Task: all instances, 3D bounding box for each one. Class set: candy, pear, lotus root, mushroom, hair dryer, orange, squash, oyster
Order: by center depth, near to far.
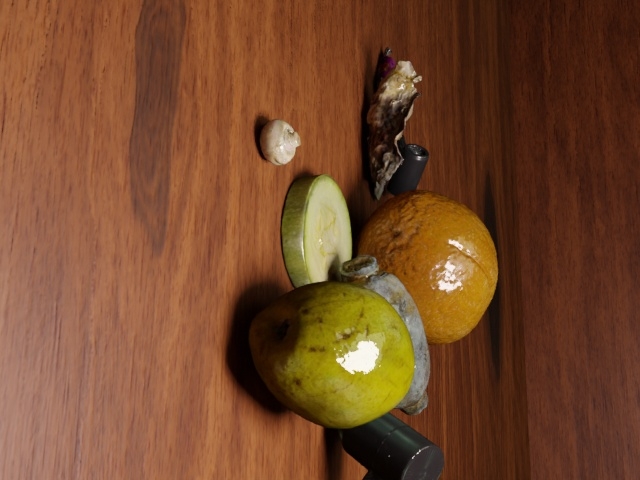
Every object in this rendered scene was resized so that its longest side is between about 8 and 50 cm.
[{"bbox_3d":[0.020,0.188,1.423,0.307,0.253,0.252,31,55,-43],"label":"pear"},{"bbox_3d":[-0.071,-0.177,1.520,0.083,0.068,0.083,-13,90,-70],"label":"mushroom"},{"bbox_3d":[0.055,0.456,1.604,0.302,0.244,0.116,-53,132,-11],"label":"hair dryer"},{"bbox_3d":[0.123,0.204,1.657,0.349,0.175,0.175,67,28,-16],"label":"lotus root"},{"bbox_3d":[0.000,0.000,1.665,0.252,0.049,0.252,-5,90,-67],"label":"squash"},{"bbox_3d":[0.229,0.066,1.851,0.357,0.322,0.322,53,38,-54],"label":"orange"},{"bbox_3d":[0.157,-0.251,1.997,0.275,0.100,0.271,117,-23,-44],"label":"oyster"},{"bbox_3d":[0.208,-0.223,2.127,0.255,0.070,0.128,-94,-160,-52],"label":"hair dryer"},{"bbox_3d":[0.164,-0.421,2.150,0.043,0.045,0.175,28,53,-22],"label":"candy"}]
